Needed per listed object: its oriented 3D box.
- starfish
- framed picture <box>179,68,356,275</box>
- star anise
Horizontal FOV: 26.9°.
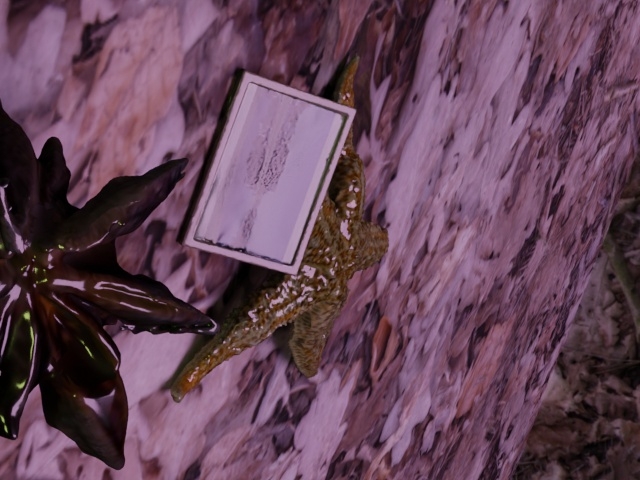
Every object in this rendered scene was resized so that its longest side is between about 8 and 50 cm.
[{"bbox_3d":[0.003,0.001,1.232,0.358,0.078,0.347,-18,123,-58],"label":"starfish"},{"bbox_3d":[-0.042,-0.053,1.078,0.109,0.011,0.149,16,99,-29],"label":"framed picture"},{"bbox_3d":[-0.175,0.017,0.727,0.282,0.129,0.212,8,85,-34],"label":"star anise"}]
